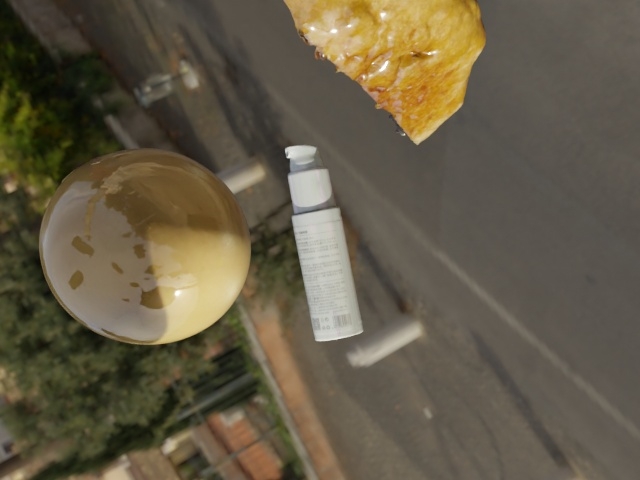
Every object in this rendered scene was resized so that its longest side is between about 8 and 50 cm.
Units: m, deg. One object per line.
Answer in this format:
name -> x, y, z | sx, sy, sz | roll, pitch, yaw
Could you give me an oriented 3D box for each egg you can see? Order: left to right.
egg -> -0.172, 0.008, 1.240 | 0.244, 0.201, 0.201 | 12, 126, 57

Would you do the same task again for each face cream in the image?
face cream -> 0.000, 0.000, 0.813 | 0.034, 0.034, 0.130 | -7, 95, 64

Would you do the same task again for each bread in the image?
bread -> 0.067, -0.201, 1.086 | 0.260, 0.134, 0.129 | 43, -155, -52
